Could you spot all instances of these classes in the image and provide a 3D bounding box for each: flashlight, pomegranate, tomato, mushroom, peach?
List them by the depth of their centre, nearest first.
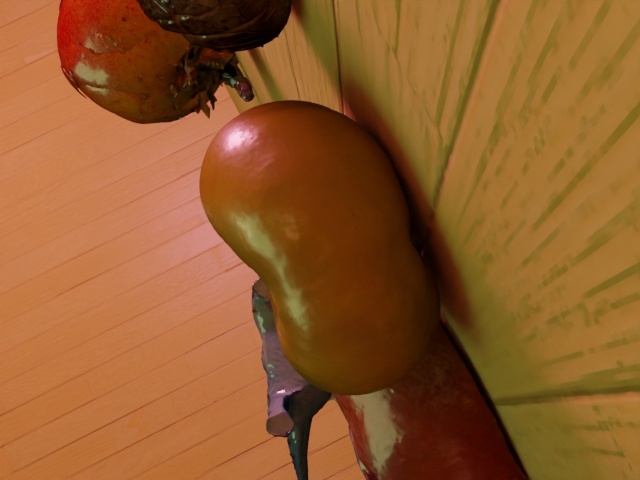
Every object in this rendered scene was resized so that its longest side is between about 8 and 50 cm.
[{"bbox_3d":[0.000,0.000,0.446,0.179,0.103,0.179,-25,-90,-90],"label":"peach"},{"bbox_3d":[-0.071,-0.158,0.449,0.109,0.085,0.126,62,-177,1],"label":"mushroom"},{"bbox_3d":[0.068,0.138,0.582,0.236,0.095,0.237,63,178,3],"label":"tomato"},{"bbox_3d":[-0.195,-0.234,0.895,0.235,0.210,0.210,33,162,28],"label":"pomegranate"},{"bbox_3d":[-0.140,-0.276,1.267,0.110,0.031,0.052,58,151,18],"label":"flashlight"}]

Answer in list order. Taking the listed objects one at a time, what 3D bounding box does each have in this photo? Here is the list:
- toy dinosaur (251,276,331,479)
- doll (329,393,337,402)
[{"bbox_3d":[-0.022,0.102,0.698,0.144,0.077,0.328,128,134,-80],"label":"toy dinosaur"},{"bbox_3d":[0.006,0.060,0.807,0.119,0.138,0.293,-4,-118,-48],"label":"doll"}]
